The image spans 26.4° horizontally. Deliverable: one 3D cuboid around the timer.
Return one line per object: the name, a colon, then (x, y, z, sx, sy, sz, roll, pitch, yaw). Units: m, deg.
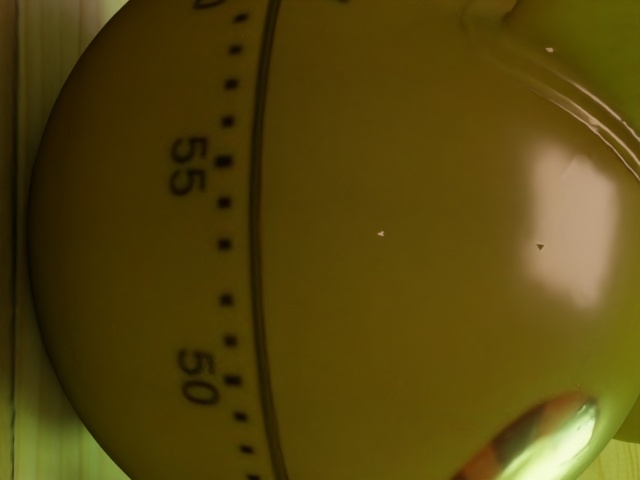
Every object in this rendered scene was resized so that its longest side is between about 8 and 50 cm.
timer: (0.058, -0.003, 0.715, 0.376, 0.386, 0.376, -3, 90, -77)
